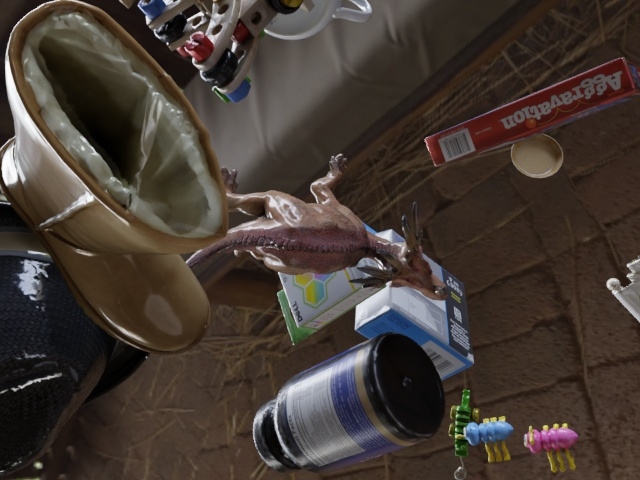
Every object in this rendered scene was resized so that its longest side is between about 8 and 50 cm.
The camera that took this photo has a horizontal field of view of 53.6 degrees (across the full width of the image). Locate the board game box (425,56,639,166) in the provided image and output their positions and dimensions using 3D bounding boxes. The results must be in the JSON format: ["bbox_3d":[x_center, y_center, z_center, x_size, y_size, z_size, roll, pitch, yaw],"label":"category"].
[{"bbox_3d":[0.207,-0.114,0.561,0.145,0.281,0.027,-18,92,32],"label":"board game box"}]

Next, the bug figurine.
[{"bbox_3d":[0.353,0.412,1.098,0.217,0.072,0.278,-17,43,18],"label":"bug figurine"}]

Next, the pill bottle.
[{"bbox_3d":[0.024,0.199,0.740,0.219,0.123,0.122,-33,59,36],"label":"pill bottle"}]

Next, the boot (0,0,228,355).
[{"bbox_3d":[-0.124,-0.002,0.420,0.089,0.236,0.270,-50,20,-23],"label":"boot"}]

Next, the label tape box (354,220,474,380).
[{"bbox_3d":[0.198,0.098,1.361,0.106,0.241,0.333,-38,30,33],"label":"label tape box"}]

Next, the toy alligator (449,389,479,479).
[{"bbox_3d":[0.294,0.407,1.314,0.056,0.051,0.189,4,84,23],"label":"toy alligator"}]

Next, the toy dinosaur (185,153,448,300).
[{"bbox_3d":[0.000,0.000,0.687,0.200,0.296,0.127,38,126,46],"label":"toy dinosaur"}]

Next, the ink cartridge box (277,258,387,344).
[{"bbox_3d":[-0.003,0.077,1.053,0.209,0.062,0.108,-36,59,25],"label":"ink cartridge box"}]

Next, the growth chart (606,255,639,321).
[{"bbox_3d":[0.489,0.040,0.789,0.237,0.172,0.021,-49,8,34],"label":"growth chart"}]

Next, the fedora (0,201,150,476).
[{"bbox_3d":[-0.318,0.126,0.610,0.334,0.334,0.152,-50,33,26],"label":"fedora"}]

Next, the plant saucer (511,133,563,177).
[{"bbox_3d":[0.355,-0.137,1.046,0.084,0.015,0.083,-1,70,4],"label":"plant saucer"}]

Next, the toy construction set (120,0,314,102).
[{"bbox_3d":[-0.159,-0.387,0.959,0.237,0.309,0.257,-47,23,3],"label":"toy construction set"}]

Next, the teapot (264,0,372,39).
[{"bbox_3d":[-0.045,-0.564,1.357,0.253,0.255,0.187,-6,31,26],"label":"teapot"}]
